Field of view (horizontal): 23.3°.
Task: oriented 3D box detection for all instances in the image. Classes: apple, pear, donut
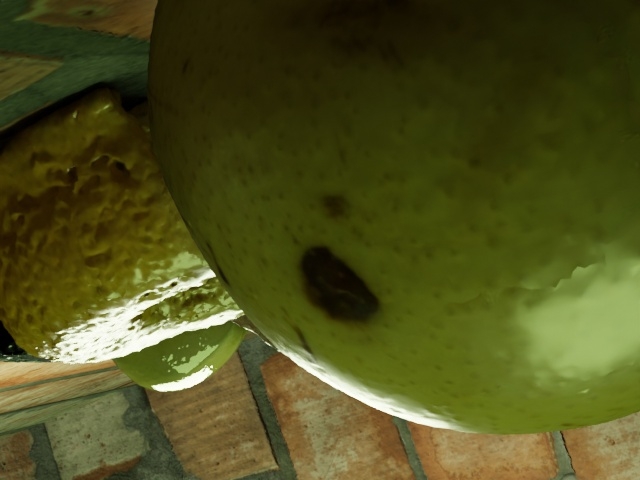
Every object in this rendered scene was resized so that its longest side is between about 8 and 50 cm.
[{"bbox_3d":[-0.182,0.092,1.907,0.200,0.200,0.200,-19,173,-3],"label":"apple"},{"bbox_3d":[0.085,-0.075,0.756,0.348,0.348,0.348,-19,173,-3],"label":"pear"},{"bbox_3d":[-0.097,-0.013,1.353,0.435,0.164,0.377,-15,168,-31],"label":"donut"}]

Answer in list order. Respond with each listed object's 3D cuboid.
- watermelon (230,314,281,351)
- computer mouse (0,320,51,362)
[{"bbox_3d":[0.000,0.000,1.618,0.318,0.226,0.148,-12,-168,13],"label":"watermelon"},{"bbox_3d":[-0.375,0.116,1.966,0.146,0.078,0.241,4,171,-20],"label":"computer mouse"}]
